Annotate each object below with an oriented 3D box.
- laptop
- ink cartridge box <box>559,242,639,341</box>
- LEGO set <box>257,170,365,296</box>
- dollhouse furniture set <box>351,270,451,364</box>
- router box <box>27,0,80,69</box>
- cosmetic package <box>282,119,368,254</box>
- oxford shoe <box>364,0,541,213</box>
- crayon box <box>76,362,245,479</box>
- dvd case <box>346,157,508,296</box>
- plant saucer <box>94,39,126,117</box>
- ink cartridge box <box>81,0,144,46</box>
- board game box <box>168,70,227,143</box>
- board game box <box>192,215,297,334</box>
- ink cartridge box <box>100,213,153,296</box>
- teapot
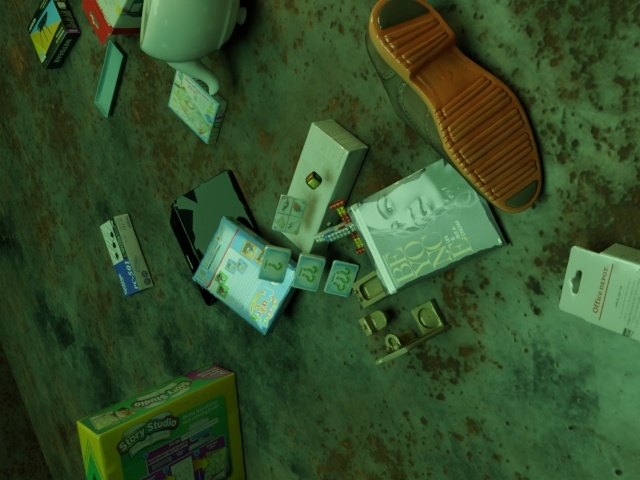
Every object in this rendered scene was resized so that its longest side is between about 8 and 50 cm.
[{"bbox_3d":[-0.235,0.002,1.559,0.234,0.137,0.264,65,162,8],"label":"laptop"},{"bbox_3d":[0.418,0.071,0.895,0.180,0.060,0.104,23,119,38],"label":"ink cartridge box"},{"bbox_3d":[0.000,0.000,1.222,0.183,0.060,0.244,13,121,-8],"label":"LEGO set"},{"bbox_3d":[0.106,0.127,1.180,0.144,0.123,0.151,-37,77,45],"label":"dollhouse furniture set"},{"bbox_3d":[-0.714,-0.562,1.823,0.179,0.046,0.133,-31,81,46],"label":"router box"},{"bbox_3d":[0.000,-0.093,1.257,0.099,0.060,0.239,44,130,28],"label":"cosmetic package"},{"bbox_3d":[0.194,-0.193,1.017,0.363,0.130,0.133,58,168,5],"label":"oxford shoe"},{"bbox_3d":[-0.355,0.500,1.590,0.106,0.363,0.313,10,110,43],"label":"crayon box"},{"bbox_3d":[0.166,-0.025,1.099,0.221,0.018,0.164,-27,84,28],"label":"dvd case"},{"bbox_3d":[-0.526,-0.403,1.711,0.067,0.018,0.192,49,133,22],"label":"plant saucer"},{"bbox_3d":[-0.446,-0.560,1.534,0.231,0.078,0.134,-40,74,44],"label":"ink cartridge box"},{"bbox_3d":[-0.269,-0.296,1.482,0.154,0.026,0.103,45,130,26],"label":"board game box"},{"bbox_3d":[-0.151,0.071,1.423,0.211,0.039,0.160,35,107,22],"label":"board game box"},{"bbox_3d":[-0.521,0.041,1.832,0.097,0.046,0.207,-21,88,48],"label":"ink cartridge box"},{"bbox_3d":[-0.230,-0.453,1.288,0.256,0.187,0.252,137,136,-61],"label":"teapot"}]
